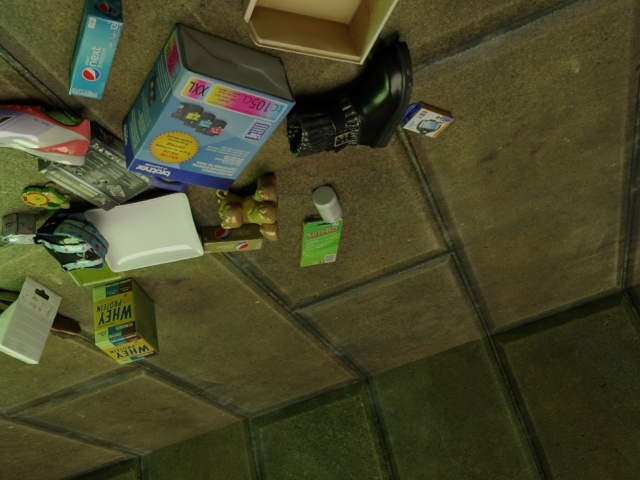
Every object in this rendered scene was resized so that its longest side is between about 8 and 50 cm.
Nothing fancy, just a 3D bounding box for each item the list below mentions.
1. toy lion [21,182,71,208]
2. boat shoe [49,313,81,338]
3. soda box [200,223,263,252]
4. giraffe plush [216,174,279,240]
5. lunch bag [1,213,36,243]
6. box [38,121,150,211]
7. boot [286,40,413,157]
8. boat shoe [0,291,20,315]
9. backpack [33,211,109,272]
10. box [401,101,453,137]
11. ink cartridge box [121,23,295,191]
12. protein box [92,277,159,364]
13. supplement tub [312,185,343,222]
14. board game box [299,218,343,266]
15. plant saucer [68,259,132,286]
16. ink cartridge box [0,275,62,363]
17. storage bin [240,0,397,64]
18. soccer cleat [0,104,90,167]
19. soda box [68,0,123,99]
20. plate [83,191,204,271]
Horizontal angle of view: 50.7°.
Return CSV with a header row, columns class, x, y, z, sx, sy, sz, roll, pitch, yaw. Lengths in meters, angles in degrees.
class,x,y,z,sx,sy,sz,roll,pitch,yaw
toy lion,-0.710,-0.108,1.736,0.096,0.034,0.100,-15,150,15
boat shoe,-0.891,0.286,2.249,0.073,0.073,0.207,-23,148,10
soda box,-0.269,-0.007,2.051,0.181,0.061,0.058,-4,147,-17
giraffe plush,-0.205,-0.090,1.885,0.170,0.181,0.210,-2,-177,-1
lunch bag,-0.795,-0.031,1.780,0.083,0.071,0.053,1,144,-22
box,-0.542,-0.176,1.668,0.183,0.056,0.231,-26,147,19
boot,0.063,-0.324,1.612,0.260,0.131,0.348,-5,148,-15
boat shoe,-1.033,0.211,2.013,0.355,0.130,0.132,15,138,-39
backpack,-0.638,0.004,1.784,0.173,0.117,0.158,0,138,29
box,0.281,-0.323,1.806,0.136,0.028,0.081,8,143,-36
ink cartridge box,-0.279,-0.266,1.550,0.270,0.151,0.395,10,143,-34
protein box,-0.633,0.266,2.201,0.136,0.201,0.200,-16,149,2
supplement tub,0.022,-0.106,2.005,0.071,0.071,0.107,-18,149,6
board game box,0.000,0.000,2.201,0.124,0.039,0.259,-9,151,-11
plant saucer,-0.678,0.078,2.031,0.188,0.045,0.188,-12,149,-4
ink cartridge box,-0.897,0.243,2.062,0.056,0.225,0.181,0,153,18
storage bin,0.009,-0.501,1.313,0.260,0.123,0.262,2,146,-26
soccer cleat,-0.666,-0.253,1.470,0.318,0.108,0.116,15,100,-20
soda box,-0.454,-0.385,1.354,0.067,0.071,0.210,6,143,-29
plate,-0.492,-0.030,1.912,0.278,0.045,0.277,-12,142,-5
